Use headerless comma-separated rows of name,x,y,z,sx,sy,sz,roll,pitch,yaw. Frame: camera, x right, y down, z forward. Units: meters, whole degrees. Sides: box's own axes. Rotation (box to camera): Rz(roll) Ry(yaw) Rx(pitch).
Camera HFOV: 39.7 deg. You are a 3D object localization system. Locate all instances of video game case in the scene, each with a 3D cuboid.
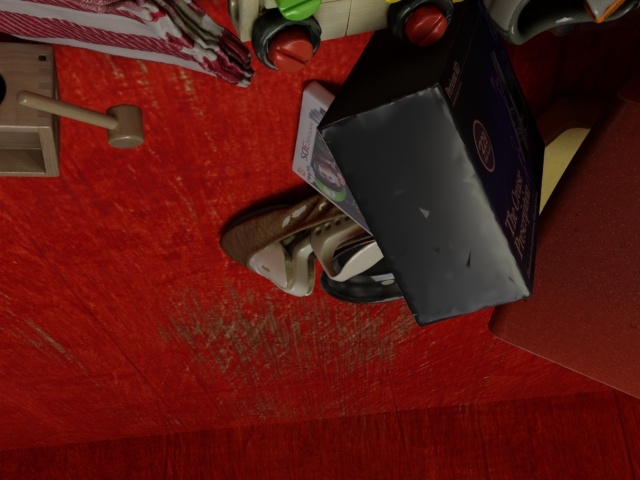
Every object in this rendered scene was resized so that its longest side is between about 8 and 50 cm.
video game case,0.050,-0.066,0.971,0.022,0.190,0.173,-46,168,-22

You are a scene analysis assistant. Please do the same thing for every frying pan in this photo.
frying pan,0.082,0.005,1.263,0.197,0.053,0.326,-13,148,6

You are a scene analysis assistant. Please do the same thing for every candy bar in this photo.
candy bar,0.298,-0.220,0.841,0.162,0.018,0.040,-8,153,7

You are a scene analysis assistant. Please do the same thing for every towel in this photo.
towel,-0.191,-0.160,0.610,0.237,0.037,0.329,12,-177,9

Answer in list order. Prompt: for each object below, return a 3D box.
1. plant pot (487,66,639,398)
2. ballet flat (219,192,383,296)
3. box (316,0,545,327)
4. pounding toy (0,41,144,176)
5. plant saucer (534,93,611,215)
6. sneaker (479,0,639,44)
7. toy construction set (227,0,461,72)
plant pot,0.338,-0.023,0.787,0.267,0.267,0.235,22,126,24
ballet flat,0.000,0.000,1.142,0.342,0.124,0.116,-21,153,32
box,0.107,-0.084,0.738,0.103,0.261,0.184,-20,114,26
pounding toy,-0.265,-0.131,0.805,0.206,0.094,0.181,0,164,-13
plant saucer,0.338,-0.075,1.104,0.333,0.081,0.333,4,155,-22
sneaker,0.253,-0.231,0.696,0.272,0.108,0.100,-19,151,21
toy construction set,0.027,-0.230,0.573,0.328,0.151,0.215,-2,144,-8
